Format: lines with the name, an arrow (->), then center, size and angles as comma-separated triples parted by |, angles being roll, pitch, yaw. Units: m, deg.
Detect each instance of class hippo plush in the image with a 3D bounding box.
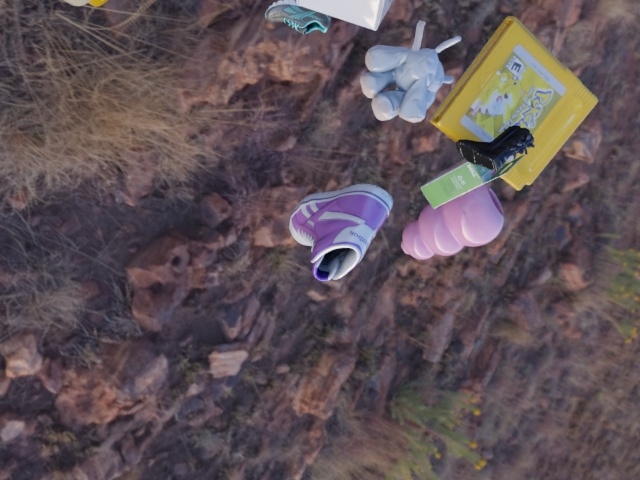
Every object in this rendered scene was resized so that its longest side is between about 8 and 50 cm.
hippo plush -> 0.260, -0.493, 1.848 | 0.294, 0.234, 0.236 | -66, 167, 20

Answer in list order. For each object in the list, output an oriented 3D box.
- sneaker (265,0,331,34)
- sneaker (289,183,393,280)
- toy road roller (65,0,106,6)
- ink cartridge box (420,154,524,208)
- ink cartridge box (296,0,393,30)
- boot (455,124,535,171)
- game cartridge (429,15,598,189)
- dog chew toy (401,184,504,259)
sneaker -> -0.051, -0.528, 1.493 | 0.065, 0.166, 0.076 | 50, 40, -76
sneaker -> -0.001, -0.001, 1.117 | 0.102, 0.282, 0.161 | 35, 66, -18
toy road roller -> -0.411, -0.584, 1.024 | 0.240, 0.330, 0.202 | -29, 157, 24
ink cartridge box -> 0.339, -0.154, 1.410 | 0.109, 0.209, 0.062 | -36, 95, -42
ink cartridge box -> 0.087, -0.619, 1.425 | 0.114, 0.197, 0.273 | 102, 12, -51
boot -> 0.326, -0.180, 1.166 | 0.099, 0.121, 0.045 | -38, 131, -13
game cartridge -> 0.455, -0.302, 1.453 | 0.323, 0.053, 0.285 | 30, 103, -26
dog chew toy -> 0.405, -0.046, 1.979 | 0.331, 0.207, 0.206 | -30, 146, 25
